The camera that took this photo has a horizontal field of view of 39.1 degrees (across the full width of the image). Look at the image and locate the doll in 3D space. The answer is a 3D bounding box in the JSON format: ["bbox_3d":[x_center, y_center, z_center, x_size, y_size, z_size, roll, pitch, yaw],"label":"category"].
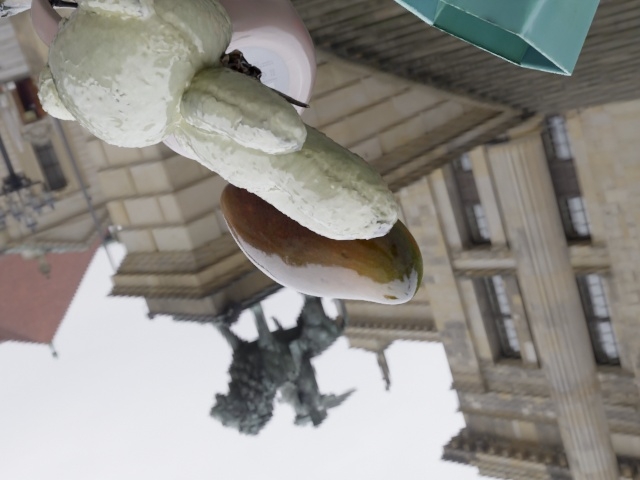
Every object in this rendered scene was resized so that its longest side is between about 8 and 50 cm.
[{"bbox_3d":[-0.061,-0.096,0.675,0.175,0.278,0.149,-43,-164,49],"label":"doll"}]

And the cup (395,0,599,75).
[{"bbox_3d":[0.148,-0.248,0.599,0.134,0.236,0.148,30,-169,37],"label":"cup"}]

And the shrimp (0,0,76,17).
[{"bbox_3d":[-0.266,-0.286,1.046,0.261,0.051,0.198,-19,167,23],"label":"shrimp"}]

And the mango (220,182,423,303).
[{"bbox_3d":[0.000,0.000,1.038,0.267,0.133,0.111,23,-174,24],"label":"mango"}]

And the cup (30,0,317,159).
[{"bbox_3d":[-0.142,-0.196,0.866,0.252,0.192,0.200,-3,-135,-35],"label":"cup"}]
